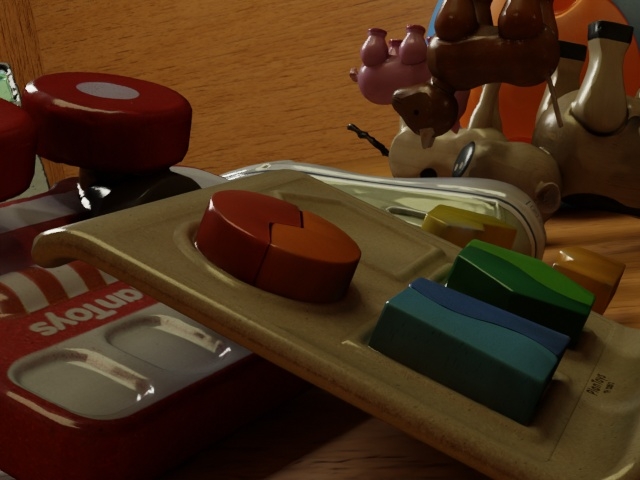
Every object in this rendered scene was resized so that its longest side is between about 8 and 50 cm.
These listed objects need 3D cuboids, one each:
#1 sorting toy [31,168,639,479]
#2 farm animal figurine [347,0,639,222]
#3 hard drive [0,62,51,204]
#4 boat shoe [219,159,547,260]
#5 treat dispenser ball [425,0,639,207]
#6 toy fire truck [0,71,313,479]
[{"bbox_3d":[0.049,0.009,0.515,0.229,0.041,0.307,22,16,16],"label":"sorting toy"},{"bbox_3d":[0.178,-0.070,0.883,0.326,0.172,0.330,7,-4,2],"label":"farm animal figurine"},{"bbox_3d":[-0.465,-0.078,1.424,0.237,0.339,0.064,-11,-37,-22],"label":"hard drive"},{"bbox_3d":[0.000,0.000,0.792,0.302,0.109,0.094,-3,10,29],"label":"boat shoe"},{"bbox_3d":[0.248,-0.177,1.156,0.288,0.288,0.288,-10,6,1],"label":"treat dispenser ball"},{"bbox_3d":[-0.103,0.026,0.606,0.254,0.169,0.302,22,22,28],"label":"toy fire truck"}]
